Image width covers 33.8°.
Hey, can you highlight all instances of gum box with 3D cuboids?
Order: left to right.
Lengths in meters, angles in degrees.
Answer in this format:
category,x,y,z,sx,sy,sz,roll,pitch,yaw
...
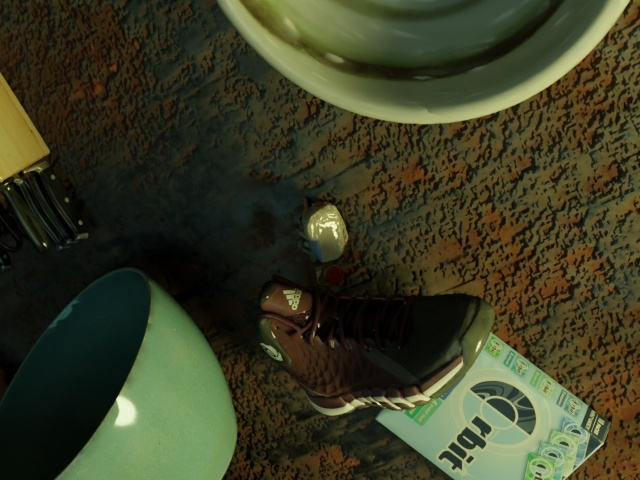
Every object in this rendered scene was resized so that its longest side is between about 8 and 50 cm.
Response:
category,x,y,z,sx,sy,sz,roll,pitch,yaw
gum box,0.171,0.184,1.075,0.184,0.041,0.157,37,126,5

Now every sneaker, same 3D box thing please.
category,x,y,z,sx,sy,sz,roll,pitch,yaw
sneaker,0.024,0.085,1.009,0.162,0.106,0.281,38,143,-17

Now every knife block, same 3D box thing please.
category,x,y,z,sx,sy,sz,roll,pitch,yaw
knife block,-0.367,-0.109,1.174,0.242,0.088,0.275,22,124,15

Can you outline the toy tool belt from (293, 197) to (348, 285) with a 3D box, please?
category,x,y,z,sx,sy,sz,roll,pitch,yaw
toy tool belt,0.000,0.000,1.070,0.051,0.052,0.083,28,133,61

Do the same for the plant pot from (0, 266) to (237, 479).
category,x,y,z,sx,sy,sz,roll,pitch,yaw
plant pot,-0.208,0.203,1.166,0.290,0.290,0.195,-30,125,36

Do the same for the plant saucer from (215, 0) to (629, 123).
category,x,y,z,sx,sy,sz,roll,pitch,yaw
plant saucer,0.074,-0.295,0.833,0.401,0.100,0.400,12,121,21

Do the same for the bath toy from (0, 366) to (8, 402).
category,x,y,z,sx,sy,sz,roll,pitch,yaw
bath toy,-0.444,0.234,1.374,0.151,0.129,0.348,-23,103,35
